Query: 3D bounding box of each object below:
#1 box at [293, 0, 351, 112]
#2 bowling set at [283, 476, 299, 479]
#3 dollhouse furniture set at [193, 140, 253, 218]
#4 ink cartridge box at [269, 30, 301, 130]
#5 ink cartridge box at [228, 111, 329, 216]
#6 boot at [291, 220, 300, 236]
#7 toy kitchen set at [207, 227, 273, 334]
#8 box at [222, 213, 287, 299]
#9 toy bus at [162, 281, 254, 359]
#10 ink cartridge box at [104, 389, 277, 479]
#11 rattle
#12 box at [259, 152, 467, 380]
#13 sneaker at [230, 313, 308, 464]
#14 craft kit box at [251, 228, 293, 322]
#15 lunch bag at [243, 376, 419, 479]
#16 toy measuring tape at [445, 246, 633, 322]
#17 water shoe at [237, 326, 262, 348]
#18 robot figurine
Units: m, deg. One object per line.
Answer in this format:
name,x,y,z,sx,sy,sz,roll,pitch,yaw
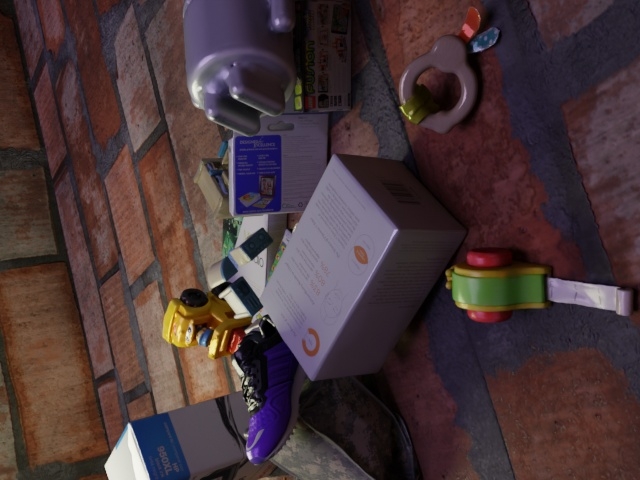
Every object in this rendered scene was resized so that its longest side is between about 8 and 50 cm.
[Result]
box,0.004,-0.351,1.587,0.036,0.114,0.206,20,113,55
bowling set,0.012,0.637,1.775,0.200,0.154,0.286,-26,76,58
dollhouse furniture set,-0.171,-0.158,1.802,0.129,0.129,0.183,58,137,33
ink cartridge box,-0.137,-0.380,1.804,0.278,0.117,0.201,61,143,29
ink cartridge box,-0.084,-0.158,1.687,0.045,0.207,0.208,-145,54,-62
boot,-0.002,-0.037,1.704,0.158,0.085,0.059,-54,51,47
toy kitchen set,-0.114,0.095,1.796,0.122,0.166,0.207,-27,102,48
box,-0.161,-0.031,1.985,0.232,0.059,0.321,28,119,53
toy bus,-0.245,0.223,2.040,0.211,0.220,0.149,43,127,37
ink cartridge box,-0.276,0.502,1.982,0.166,0.395,0.285,63,144,23
rattle,0.211,-0.280,1.352,0.130,0.143,0.199,26,107,17
box,0.065,0.050,1.481,0.215,0.168,0.345,54,128,37
sneaker,-0.108,0.260,1.521,0.102,0.146,0.293,-38,26,46
craft kit box,-0.035,0.139,1.780,0.250,0.061,0.246,42,121,46
lunch bag,0.037,0.399,1.647,0.287,0.169,0.235,43,143,-9
toy measuring tape,0.292,0.074,1.227,0.330,0.122,0.121,10,106,57
water shoe,-0.076,0.233,1.681,0.203,0.080,0.072,8,122,34
robot figurine,-0.154,-0.369,1.559,0.300,0.200,0.353,-30,54,33
